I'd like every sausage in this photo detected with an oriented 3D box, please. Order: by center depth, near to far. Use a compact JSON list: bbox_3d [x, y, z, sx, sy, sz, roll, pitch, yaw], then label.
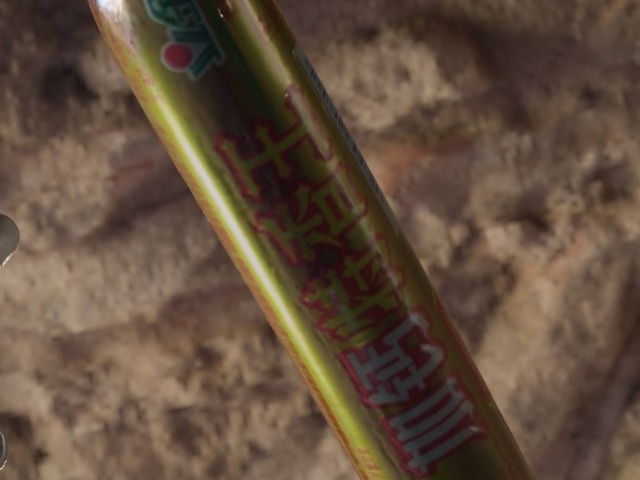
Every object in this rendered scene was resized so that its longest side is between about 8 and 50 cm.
[{"bbox_3d":[0.000,0.000,0.804,0.082,0.082,0.372,-20,-62,19],"label":"sausage"}]

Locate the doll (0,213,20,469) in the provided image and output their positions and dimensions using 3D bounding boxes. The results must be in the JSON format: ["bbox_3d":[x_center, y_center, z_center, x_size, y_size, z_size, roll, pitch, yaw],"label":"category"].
[{"bbox_3d":[-0.124,0.021,0.538,0.071,0.113,0.135,-28,3,32],"label":"doll"}]
